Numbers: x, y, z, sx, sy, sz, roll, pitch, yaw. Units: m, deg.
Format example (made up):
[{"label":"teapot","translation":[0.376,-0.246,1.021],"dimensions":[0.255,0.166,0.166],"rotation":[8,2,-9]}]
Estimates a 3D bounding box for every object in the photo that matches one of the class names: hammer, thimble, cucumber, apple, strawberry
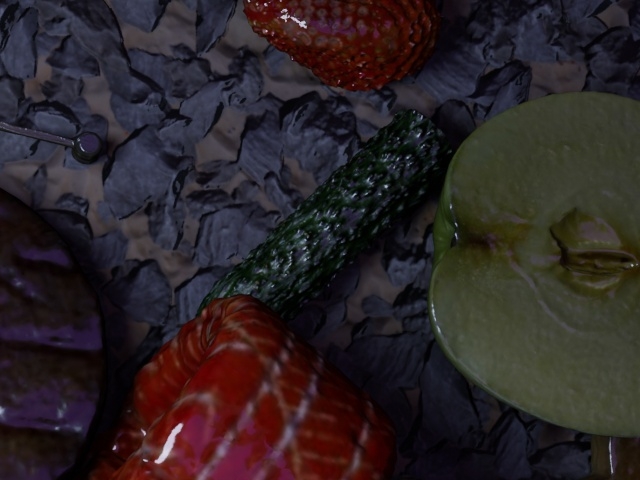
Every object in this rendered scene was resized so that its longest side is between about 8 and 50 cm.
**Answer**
[{"label":"hammer","translation":[-0.372,-0.128,1.675],"dimensions":[0.292,0.058,0.029],"rotation":[14,79,-12]},{"label":"thimble","translation":[-0.099,0.240,1.566],"dimensions":[0.230,0.350,0.350],"rotation":[39,74,-9]},{"label":"cucumber","translation":[0.000,0.000,1.760],"dimensions":[0.359,0.096,0.096],"rotation":[-45,99,-16]},{"label":"apple","translation":[0.282,0.022,1.760],"dimensions":[0.360,0.320,0.311],"rotation":[9,120,-12]},{"label":"strawberry","translation":[0.048,-0.243,1.771],"dimensions":[0.236,0.107,0.175],"rotation":[-30,114,-30]}]

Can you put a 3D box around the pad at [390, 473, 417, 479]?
[{"label":"pad","translation":[0.042,0.438,1.767],"dimensions":[0.284,0.018,0.286],"rotation":[-24,92,-20]}]

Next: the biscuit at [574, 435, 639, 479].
[{"label":"biscuit","translation":[0.421,0.381,1.881],"dimensions":[0.394,0.076,0.368],"rotation":[40,74,-8]}]

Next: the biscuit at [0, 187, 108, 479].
[{"label":"biscuit","translation":[-0.413,0.124,1.580],"dimensions":[0.407,0.091,0.407],"rotation":[4,73,-14]}]
